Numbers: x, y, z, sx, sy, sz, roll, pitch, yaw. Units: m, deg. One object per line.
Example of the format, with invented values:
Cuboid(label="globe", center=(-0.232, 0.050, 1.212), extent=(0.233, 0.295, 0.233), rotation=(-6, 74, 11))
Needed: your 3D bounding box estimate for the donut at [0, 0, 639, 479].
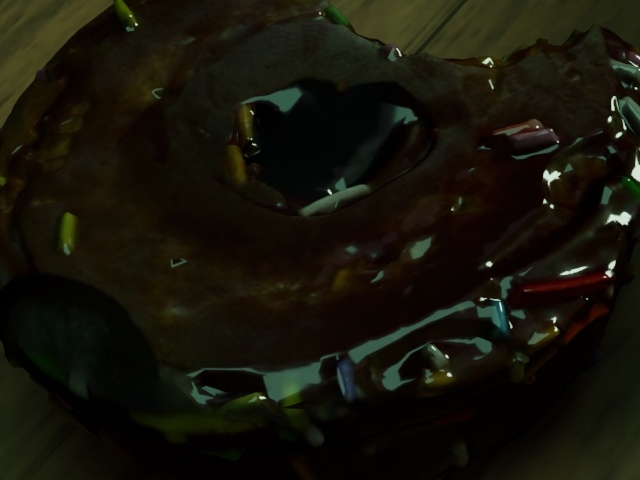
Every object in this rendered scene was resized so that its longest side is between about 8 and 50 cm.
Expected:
Cuboid(label="donut", center=(-0.001, -0.001, 0.649), extent=(0.230, 0.096, 0.216), rotation=(11, 52, 21))
